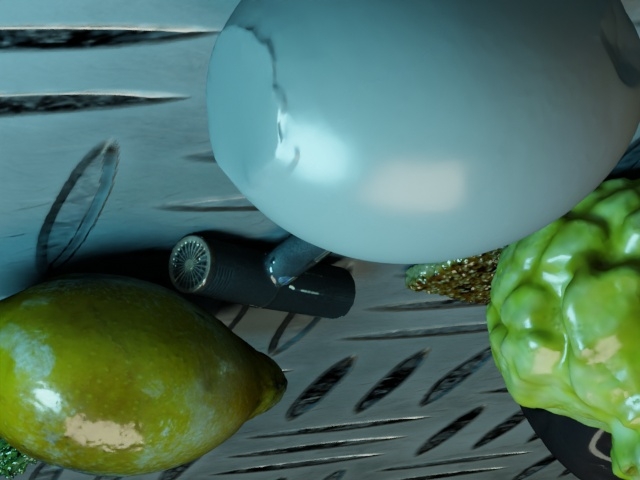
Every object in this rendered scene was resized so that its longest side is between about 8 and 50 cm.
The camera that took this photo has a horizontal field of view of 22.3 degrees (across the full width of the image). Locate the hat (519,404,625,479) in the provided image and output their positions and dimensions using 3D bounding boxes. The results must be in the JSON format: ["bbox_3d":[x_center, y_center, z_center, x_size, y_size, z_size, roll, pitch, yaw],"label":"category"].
[{"bbox_3d":[0.394,0.208,1.748,0.336,0.209,0.238,-6,156,-20],"label":"hat"}]

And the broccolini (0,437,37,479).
[{"bbox_3d":[-0.225,0.162,1.530,0.239,0.051,0.054,-32,147,29],"label":"broccolini"}]

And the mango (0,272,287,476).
[{"bbox_3d":[-0.137,0.099,1.232,0.193,0.146,0.316,13,-176,29],"label":"mango"}]

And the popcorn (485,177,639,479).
[{"bbox_3d":[0.265,0.066,1.260,0.258,0.270,0.224,-52,-174,-36],"label":"popcorn"}]

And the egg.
[{"bbox_3d":[0.061,-0.076,0.833,0.232,0.176,0.176,-3,158,-20],"label":"egg"}]

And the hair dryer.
[{"bbox_3d":[0.013,0.000,1.214,0.195,0.050,0.173,-29,156,32],"label":"hair dryer"}]

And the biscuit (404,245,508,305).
[{"bbox_3d":[0.188,0.028,1.409,0.231,0.025,0.131,10,151,-45],"label":"biscuit"}]
